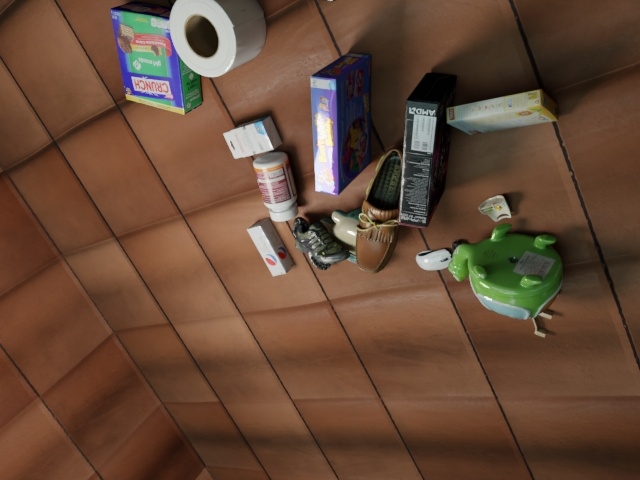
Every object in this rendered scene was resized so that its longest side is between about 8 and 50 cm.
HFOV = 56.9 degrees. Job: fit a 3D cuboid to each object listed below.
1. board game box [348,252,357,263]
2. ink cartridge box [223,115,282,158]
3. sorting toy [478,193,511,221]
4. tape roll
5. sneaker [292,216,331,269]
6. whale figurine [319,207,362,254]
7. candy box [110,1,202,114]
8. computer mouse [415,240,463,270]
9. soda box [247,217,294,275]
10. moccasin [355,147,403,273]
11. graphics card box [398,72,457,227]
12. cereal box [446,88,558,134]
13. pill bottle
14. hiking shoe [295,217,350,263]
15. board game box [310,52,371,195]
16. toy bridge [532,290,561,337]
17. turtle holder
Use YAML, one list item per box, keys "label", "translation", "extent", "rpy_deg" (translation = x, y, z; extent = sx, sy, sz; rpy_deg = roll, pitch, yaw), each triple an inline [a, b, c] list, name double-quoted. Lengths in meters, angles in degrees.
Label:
- label: "board game box"
  translation: [0.111, 0.059, 2.042]
  extent: [0.186, 0.126, 0.026]
  rpy_deg: [25, 92, 17]
- label: "ink cartridge box"
  translation: [-0.233, -0.350, 2.016]
  extent: [0.180, 0.060, 0.104]
  rpy_deg: [-7, 117, 36]
- label: "sorting toy"
  translation: [0.520, -0.089, 1.727]
  extent: [0.083, 0.045, 0.075]
  rpy_deg: [-18, 117, 39]
- label: "tape roll"
  translation: [-0.310, -0.640, 1.794]
  extent: [0.246, 0.169, 0.246]
  rpy_deg: [17, 128, 23]
- label: "sneaker"
  translation: [-0.029, 0.003, 2.119]
  extent: [0.078, 0.106, 0.234]
  rpy_deg: [-30, 120, 7]
- label: "whale figurine"
  translation: [0.116, -0.039, 1.978]
  extent: [0.272, 0.141, 0.216]
  rpy_deg: [13, 149, 54]
- label: "candy box"
  translation: [-0.548, -0.615, 1.996]
  extent: [0.268, 0.122, 0.317]
  rpy_deg: [17, 129, 22]
- label: "computer mouse"
  translation: [0.391, 0.064, 1.912]
  extent: [0.193, 0.042, 0.106]
  rpy_deg: [-15, 112, 39]
- label: "soda box"
  translation: [-0.187, 0.027, 2.242]
  extent: [0.074, 0.069, 0.216]
  rpy_deg: [-13, 113, 38]
- label: "moccasin"
  translation: [0.186, -0.086, 1.757]
  extent: [0.139, 0.147, 0.380]
  rpy_deg: [22, 96, 17]
- label: "graphics card box"
  translation: [0.294, -0.248, 1.629]
  extent: [0.094, 0.233, 0.370]
  rpy_deg: [11, 125, 20]
- label: "cereal box"
  translation: [0.466, -0.324, 1.514]
  extent: [0.240, 0.173, 0.047]
  rpy_deg: [-3, 86, 34]
- label: "pill bottle"
  translation: [-0.148, -0.184, 2.035]
  extent: [0.121, 0.121, 0.221]
  rpy_deg: [5, 122, 30]
- label: "hiking shoe"
  translation: [0.000, 0.000, 1.945]
  extent: [0.227, 0.086, 0.114]
  rpy_deg: [19, 125, 36]
- label: "board game box"
  translation: [0.066, -0.339, 1.714]
  extent: [0.078, 0.233, 0.347]
  rpy_deg: [14, 127, 24]
- label: "toy bridge"
  translation: [0.691, 0.223, 1.840]
  extent: [0.063, 0.026, 0.188]
  rpy_deg: [20, 129, 23]
- label: "turtle holder"
  translation: [0.533, 0.113, 1.719]
  extent: [0.320, 0.243, 0.227]
  rpy_deg: [-5, 134, 16]
